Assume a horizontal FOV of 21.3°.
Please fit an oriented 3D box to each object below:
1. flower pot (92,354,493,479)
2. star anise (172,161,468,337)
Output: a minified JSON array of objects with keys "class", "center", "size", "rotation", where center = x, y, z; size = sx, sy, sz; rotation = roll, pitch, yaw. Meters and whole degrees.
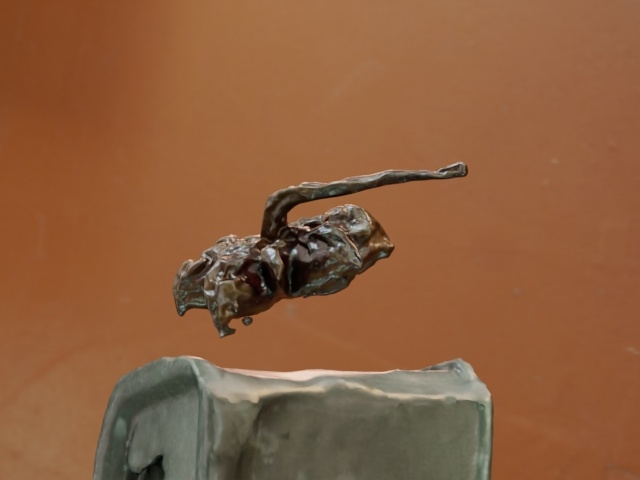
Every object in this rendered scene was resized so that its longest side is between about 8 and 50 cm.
[{"class":"flower pot","center":[-0.002,0.143,0.520],"size":[0.103,0.108,0.229],"rotation":[-39,51,49]},{"class":"star anise","center":[0.000,0.000,0.975],"size":[0.191,0.097,0.070],"rotation":[-17,91,15]}]
